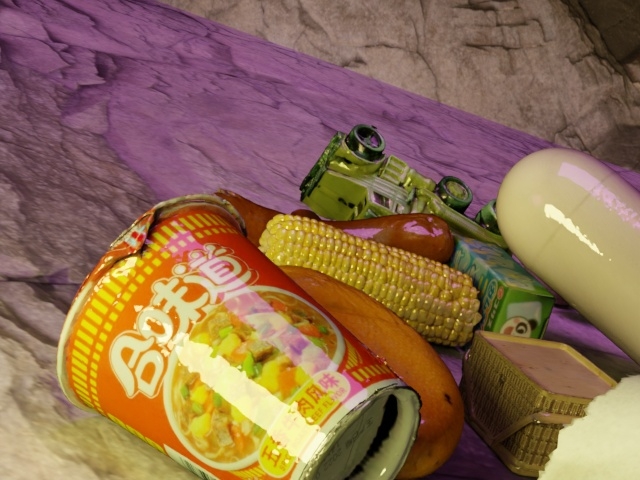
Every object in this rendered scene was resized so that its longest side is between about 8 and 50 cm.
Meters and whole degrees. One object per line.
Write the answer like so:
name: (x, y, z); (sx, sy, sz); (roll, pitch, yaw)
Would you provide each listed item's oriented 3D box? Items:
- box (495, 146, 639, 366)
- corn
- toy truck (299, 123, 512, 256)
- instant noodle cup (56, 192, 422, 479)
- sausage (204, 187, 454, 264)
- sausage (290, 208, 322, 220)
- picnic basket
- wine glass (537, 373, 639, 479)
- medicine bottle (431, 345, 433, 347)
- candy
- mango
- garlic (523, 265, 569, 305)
box: (0.346, 0.042, 1.546); (0.349, 0.141, 0.288); (42, 8, 13)
corn: (0.047, 0.044, 1.486); (0.244, 0.093, 0.093); (19, 13, -12)
toy truck: (0.101, -0.019, 1.686); (0.259, 0.128, 0.135); (33, 37, -4)
instant noodle cup: (-0.048, 0.098, 0.996); (0.212, 0.193, 0.193); (34, 20, 30)
sausage: (-0.001, 0.004, 1.565); (0.302, 0.103, 0.076); (8, 43, -18)
sausage: (-0.008, -0.005, 1.720); (0.039, 0.041, 0.131); (18, 12, -19)
picnic basket: (0.202, 0.150, 1.278); (0.115, 0.080, 0.164); (10, 14, -21)
wine glass: (0.264, 0.222, 0.765); (0.323, 0.238, 0.238); (36, 21, 30)
medicine bottle: (0.003, 0.084, 1.353); (0.208, 0.054, 0.090); (21, 12, 10)
candy: (0.184, 0.068, 1.546); (0.062, 0.097, 0.194); (14, 13, -17)
mango: (0.018, 0.112, 1.138); (0.157, 0.109, 0.262); (0, 32, -35)
garlic: (0.309, 0.040, 1.871); (0.094, 0.074, 0.113); (22, 26, -20)
